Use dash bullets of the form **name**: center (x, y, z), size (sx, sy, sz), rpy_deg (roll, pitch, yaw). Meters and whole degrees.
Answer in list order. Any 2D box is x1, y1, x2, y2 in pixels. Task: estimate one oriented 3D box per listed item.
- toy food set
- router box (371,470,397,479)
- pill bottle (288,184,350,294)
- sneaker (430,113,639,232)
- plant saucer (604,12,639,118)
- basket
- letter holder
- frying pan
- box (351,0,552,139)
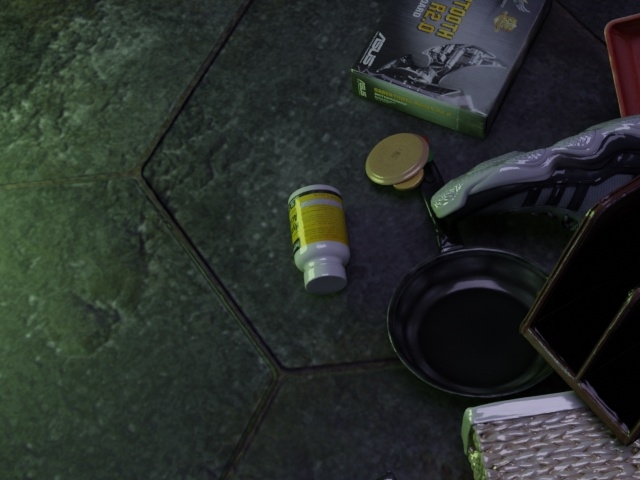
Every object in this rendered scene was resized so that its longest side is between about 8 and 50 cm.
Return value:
- **toy food set**: center (0.094, -0.096, 1.283), size (0.083, 0.020, 0.082), rpy_deg (9, 58, 35)
- **router box**: center (0.086, 0.293, 1.040), size (0.038, 0.092, 0.122), rpy_deg (-30, 62, -11)
- **pill bottle**: center (0.000, 0.000, 1.228), size (0.065, 0.065, 0.116), rpy_deg (-9, 60, 1)
- **sneaker**: center (0.265, -0.032, 1.173), size (0.268, 0.101, 0.153), rpy_deg (-18, 95, 6)
- **plant saucer**: center (0.467, -0.144, 1.178), size (0.259, 0.048, 0.258), rpy_deg (-11, 94, 23)
- **basket**: center (0.230, 0.214, 1.061), size (0.167, 0.113, 0.103), rpy_deg (-8, 65, 1)
- **letter holder**: center (0.371, 0.018, 1.005), size (0.302, 0.214, 0.152), rpy_deg (-25, 60, -29)
- **frying pan**: center (0.135, 0.051, 1.194), size (0.197, 0.053, 0.326), rpy_deg (-30, 52, -17)
- **box**: center (0.168, -0.255, 1.358), size (0.183, 0.056, 0.231), rpy_deg (22, 66, 17)
